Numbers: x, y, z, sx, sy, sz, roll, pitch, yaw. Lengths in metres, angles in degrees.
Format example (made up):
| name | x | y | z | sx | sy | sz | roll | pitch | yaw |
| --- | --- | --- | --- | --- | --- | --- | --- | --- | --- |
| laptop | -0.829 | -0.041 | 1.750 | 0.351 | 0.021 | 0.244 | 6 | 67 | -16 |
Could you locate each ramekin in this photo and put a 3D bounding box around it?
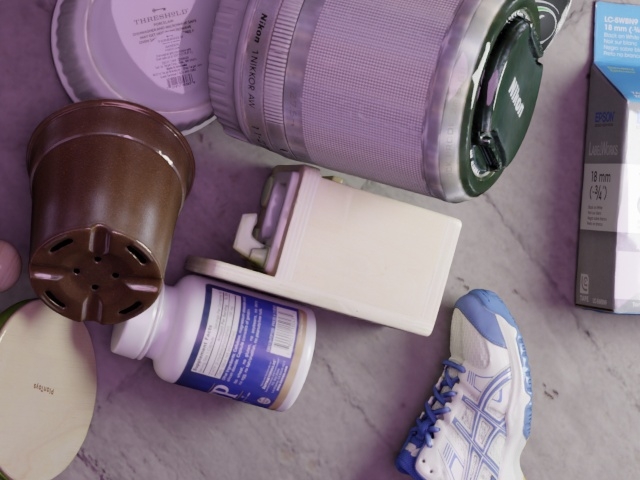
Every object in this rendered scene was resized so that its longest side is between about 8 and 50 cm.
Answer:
| name | x | y | z | sx | sy | sz | roll | pitch | yaw |
| --- | --- | --- | --- | --- | --- | --- | --- | --- | --- |
| ramekin | -0.159 | -0.203 | 1.897 | 0.207 | 0.109 | 0.207 | 0 | 91 | -15 |

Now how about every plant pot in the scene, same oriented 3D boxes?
| name | x | y | z | sx | sy | sz | roll | pitch | yaw |
| --- | --- | --- | --- | --- | --- | --- | --- | --- | --- |
| plant pot | -0.206 | -0.019 | 1.825 | 0.167 | 0.165 | 0.167 | 0 | 133 | 0 |

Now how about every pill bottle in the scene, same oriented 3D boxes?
| name | x | y | z | sx | sy | sz | roll | pitch | yaw |
| --- | --- | --- | --- | --- | --- | --- | --- | --- | --- |
| pill bottle | -0.108 | 0.096 | 1.914 | 0.186 | 0.112 | 0.112 | 17 | 87 | -13 |

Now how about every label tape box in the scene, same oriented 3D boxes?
| name | x | y | z | sx | sy | sz | roll | pitch | yaw |
| --- | --- | --- | --- | --- | --- | --- | --- | --- | --- |
| label tape box | 0.409 | -0.084 | 2.044 | 0.240 | 0.106 | 0.334 | 3 | 91 | -15 |

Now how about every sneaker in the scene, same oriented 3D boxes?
| name | x | y | z | sx | sy | sz | roll | pitch | yaw |
| --- | --- | --- | --- | --- | --- | --- | --- | --- | --- |
| sneaker | 0.143 | 0.200 | 1.980 | 0.131 | 0.112 | 0.297 | -3 | 91 | -14 |

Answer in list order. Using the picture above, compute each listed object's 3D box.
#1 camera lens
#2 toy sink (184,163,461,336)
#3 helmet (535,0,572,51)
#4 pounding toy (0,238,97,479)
| name | x | y | z | sx | sy | sz | roll | pitch | yaw |
| --- | --- | --- | --- | --- | --- | --- | --- | --- | --- |
| camera lens | 0.059 | -0.167 | 1.812 | 0.274 | 0.219 | 0.219 | 16 | 87 | 20 |
| toy sink | 0.000 | 0.000 | 1.919 | 0.234 | 0.153 | 0.131 | 16 | 87 | -13 |
| helmet | 0.156 | -0.259 | 1.949 | 0.161 | 0.169 | 0.169 | 22 | 86 | -30 |
| pounding toy | -0.323 | 0.126 | 1.855 | 0.183 | 0.110 | 0.237 | -65 | 145 | -34 |
